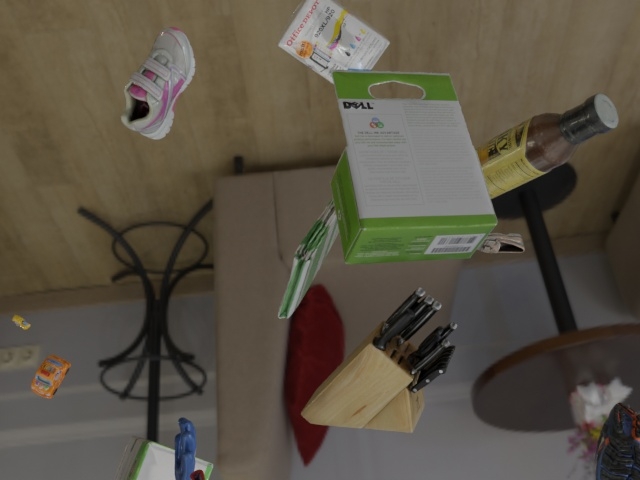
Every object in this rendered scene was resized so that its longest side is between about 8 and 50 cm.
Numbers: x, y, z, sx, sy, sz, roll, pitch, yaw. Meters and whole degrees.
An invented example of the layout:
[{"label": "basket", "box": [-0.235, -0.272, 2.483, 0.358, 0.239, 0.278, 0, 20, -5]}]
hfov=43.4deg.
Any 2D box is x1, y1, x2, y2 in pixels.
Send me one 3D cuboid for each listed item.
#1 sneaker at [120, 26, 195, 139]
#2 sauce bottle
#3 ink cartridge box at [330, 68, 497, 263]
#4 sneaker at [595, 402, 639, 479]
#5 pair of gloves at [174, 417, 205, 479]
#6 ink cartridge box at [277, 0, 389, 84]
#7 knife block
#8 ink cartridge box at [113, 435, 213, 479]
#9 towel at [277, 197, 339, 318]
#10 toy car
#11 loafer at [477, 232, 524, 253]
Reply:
[{"label": "sneaker", "box": [-0.351, -0.333, 1.717, 0.103, 0.111, 0.252, 25, 107, 18]}, {"label": "sauce bottle", "box": [0.406, -0.176, 1.544, 0.111, 0.111, 0.344, 19, 149, -32]}, {"label": "ink cartridge box", "box": [0.111, -0.105, 1.101, 0.189, 0.255, 0.097, -2, 151, -15]}, {"label": "sneaker", "box": [0.534, 0.392, 1.444, 0.083, 0.221, 0.087, 29, 126, 14]}, {"label": "pair of gloves", "box": [-0.150, 0.304, 0.927, 0.023, 0.198, 0.159, 1, 110, -17]}, {"label": "ink cartridge box", "box": [0.029, -0.514, 2.055, 0.233, 0.168, 0.171, 32, 107, -13]}, {"label": "knife block", "box": [0.093, 0.198, 1.363, 0.276, 0.088, 0.242, 0, 110, 22]}, {"label": "ink cartridge box", "box": [-0.283, 0.435, 1.316, 0.115, 0.198, 0.273, 23, 163, -13]}, {"label": "towel", "box": [0.000, 0.000, 1.779, 0.038, 0.324, 0.247, 24, 141, 6]}, {"label": "toy car", "box": [-0.399, 0.158, 1.104, 0.060, 0.122, 0.040, -45, 170, -19]}, {"label": "loafer", "box": [0.386, 0.009, 1.735, 0.125, 0.039, 0.045, -4, 143, -21]}]
